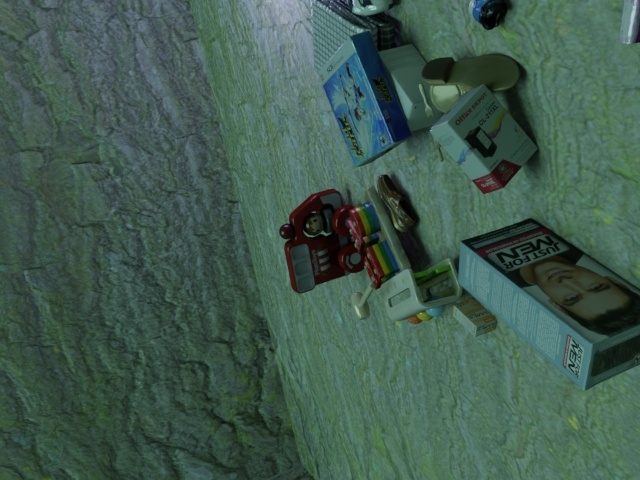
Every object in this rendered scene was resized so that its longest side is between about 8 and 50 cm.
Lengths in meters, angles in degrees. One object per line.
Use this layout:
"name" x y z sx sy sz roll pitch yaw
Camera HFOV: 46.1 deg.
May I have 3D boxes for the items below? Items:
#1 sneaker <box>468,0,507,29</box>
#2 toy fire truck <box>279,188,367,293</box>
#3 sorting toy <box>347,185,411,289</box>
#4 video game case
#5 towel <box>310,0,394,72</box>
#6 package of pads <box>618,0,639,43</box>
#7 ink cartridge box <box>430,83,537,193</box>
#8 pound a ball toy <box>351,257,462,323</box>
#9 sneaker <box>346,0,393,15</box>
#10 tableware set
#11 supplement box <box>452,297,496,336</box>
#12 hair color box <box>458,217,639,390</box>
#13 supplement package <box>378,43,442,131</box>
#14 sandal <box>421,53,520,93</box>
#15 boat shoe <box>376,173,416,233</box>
"sneaker" 0.328 -0.476 1.444 0.152 0.058 0.085 91 158 -51
"toy fire truck" 0.000 0.000 2.408 0.169 0.254 0.302 30 134 61
"sorting toy" 0.155 0.008 2.161 0.257 0.089 0.255 88 159 -75
"video game case" 0.101 -0.335 1.835 0.270 0.061 0.244 68 161 1
"towel" 0.089 -0.498 1.967 0.284 0.121 0.235 48 151 45
"package of pads" 0.489 -0.346 1.155 0.032 0.050 0.083 45 146 51
"ink cartridge box" 0.324 -0.201 1.498 0.175 0.127 0.072 47 161 -10
"pound a ball toy" 0.223 0.161 2.002 0.319 0.208 0.136 130 125 -72
"sneaker" 0.098 -0.652 1.839 0.235 0.094 0.153 -118 12 -52
"tableware set" 0.304 -0.278 1.681 0.128 0.039 0.194 -5 110 41
"supplement box" 0.380 0.190 1.866 0.098 0.062 0.036 47 147 47
"hair color box" 0.449 0.106 1.443 0.374 0.185 0.114 46 147 49
"supplement package" 0.208 -0.361 1.788 0.179 0.105 0.105 61 157 28
"sandal" 0.326 -0.331 1.568 0.240 0.088 0.079 17 164 44
"boat shoe" 0.212 -0.109 2.068 0.060 0.064 0.178 -35 69 35
